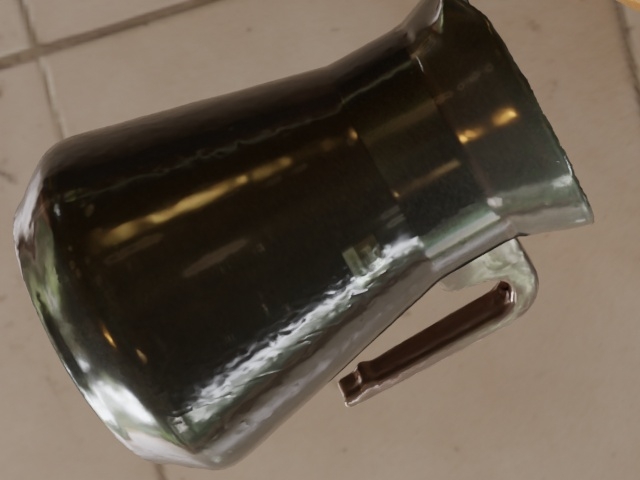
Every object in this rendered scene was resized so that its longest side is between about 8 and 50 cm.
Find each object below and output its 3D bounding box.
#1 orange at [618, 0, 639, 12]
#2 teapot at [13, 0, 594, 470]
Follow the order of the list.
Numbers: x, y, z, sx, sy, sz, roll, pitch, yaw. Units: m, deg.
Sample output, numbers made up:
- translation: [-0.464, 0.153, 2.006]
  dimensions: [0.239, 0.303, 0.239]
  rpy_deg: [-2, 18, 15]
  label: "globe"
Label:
- translation: [0.319, -0.359, 1.214]
  dimensions: [0.326, 0.424, 0.424]
  rpy_deg: [-31, 89, 28]
  label: "orange"
- translation: [0.000, 0.000, 1.022]
  dimensions: [0.344, 0.253, 0.300]
  rpy_deg: [-28, 131, 8]
  label: "teapot"
